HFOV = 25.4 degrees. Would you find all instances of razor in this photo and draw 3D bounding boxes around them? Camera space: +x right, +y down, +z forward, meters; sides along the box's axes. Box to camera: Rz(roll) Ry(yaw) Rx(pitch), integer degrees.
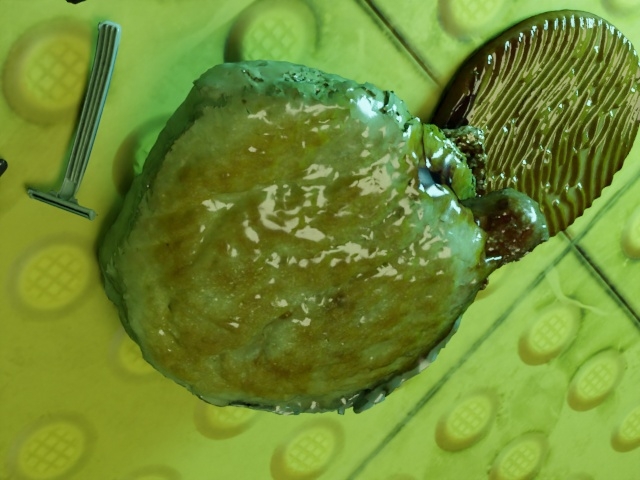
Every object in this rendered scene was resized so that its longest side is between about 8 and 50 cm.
[{"bbox_3d":[-0.218,-0.116,1.335,0.068,0.037,0.191,19,108,2],"label":"razor"}]

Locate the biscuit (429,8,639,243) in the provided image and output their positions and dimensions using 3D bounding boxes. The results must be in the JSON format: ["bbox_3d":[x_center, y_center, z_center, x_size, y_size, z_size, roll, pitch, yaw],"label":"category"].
[{"bbox_3d":[0.254,-0.120,1.667,0.318,0.040,0.318,-19,130,-24],"label":"biscuit"}]

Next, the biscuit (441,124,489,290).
[{"bbox_3d":[0.126,-0.024,1.612,0.131,0.026,0.237,-9,131,-1],"label":"biscuit"}]

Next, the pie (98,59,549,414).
[{"bbox_3d":[-0.025,0.000,1.453,0.418,0.180,0.395,25,118,-34],"label":"pie"}]

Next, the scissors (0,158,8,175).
[{"bbox_3d":[-0.378,-0.006,1.310,0.220,0.017,0.088,-39,131,-7],"label":"scissors"}]

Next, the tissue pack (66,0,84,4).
[{"bbox_3d":[-0.147,-0.375,1.088,0.259,0.122,0.361,-9,136,12],"label":"tissue pack"}]
